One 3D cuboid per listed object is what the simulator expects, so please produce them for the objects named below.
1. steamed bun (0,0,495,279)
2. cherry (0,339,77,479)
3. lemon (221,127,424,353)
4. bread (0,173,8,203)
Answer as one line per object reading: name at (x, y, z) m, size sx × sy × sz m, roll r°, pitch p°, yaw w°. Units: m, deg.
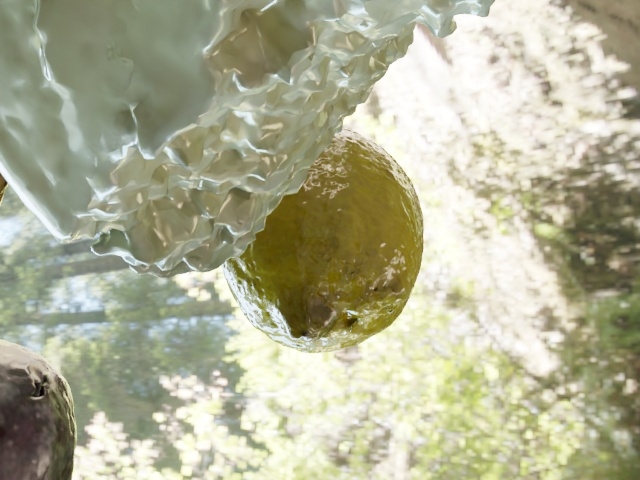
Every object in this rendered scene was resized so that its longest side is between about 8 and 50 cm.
steamed bun at (-0.029, -0.128, 0.427) m, size 0.273 × 0.272 × 0.290 m, roll 33°, pitch -162°, yaw 2°
cherry at (-0.274, 0.161, 0.927) m, size 0.195 × 0.195 × 0.195 m, roll 4°, pitch -97°, yaw -37°
lemon at (0.000, 0.000, 1.444) m, size 0.245 × 0.245 × 0.320 m, roll 40°, pitch -147°, yaw -28°
bread at (-0.310, -0.045, 0.954) m, size 0.104 × 0.199 × 0.199 m, roll 17°, pitch -105°, yaw -26°
